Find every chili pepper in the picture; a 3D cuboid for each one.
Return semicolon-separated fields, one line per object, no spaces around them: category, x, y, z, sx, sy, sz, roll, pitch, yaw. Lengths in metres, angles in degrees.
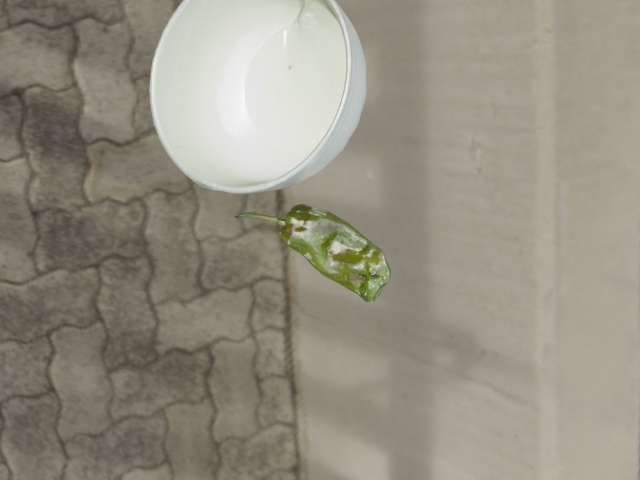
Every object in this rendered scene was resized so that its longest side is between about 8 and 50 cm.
chili pepper;0.001;-0.002;1.338;0.072;0.204;0.073;-57;169;9

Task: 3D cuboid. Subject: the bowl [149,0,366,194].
bowl;-0.059;-0.187;1.295;0.145;0.277;0.277;6;95;-63
